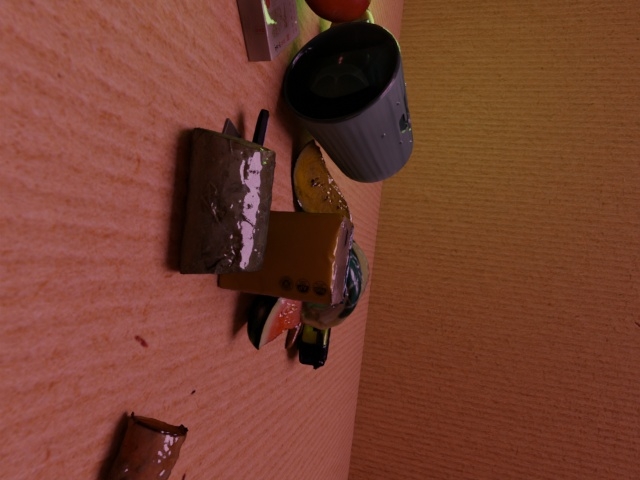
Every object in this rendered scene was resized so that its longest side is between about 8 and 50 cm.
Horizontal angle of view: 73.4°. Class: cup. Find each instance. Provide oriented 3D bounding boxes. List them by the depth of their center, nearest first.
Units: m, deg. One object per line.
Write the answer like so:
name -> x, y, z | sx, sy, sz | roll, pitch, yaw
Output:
cup -> 0.129, -0.406, 1.235 | 0.401, 0.310, 0.392 | -56, 150, -7

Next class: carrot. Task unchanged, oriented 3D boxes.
carrot -> -0.287, 0.405, 0.646 | 0.102, 0.101, 0.263 | 63, 38, -63
carrot -> -0.075, 0.269, 1.425 | 0.047, 0.047, 0.191 | 68, 34, -59

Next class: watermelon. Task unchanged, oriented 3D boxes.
watermelon -> -0.127, 0.173, 1.048 | 0.145, 0.193, 0.137 | -23, 79, -41
watermelon -> -0.001, -0.155, 1.325 | 0.301, 0.129, 0.123 | 60, 39, -21

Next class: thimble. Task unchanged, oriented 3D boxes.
thimble -> 0.004, 0.116, 1.272 | 0.288, 0.254, 0.167 | -61, 171, 26

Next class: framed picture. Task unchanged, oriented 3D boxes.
framed picture -> -0.191, -0.199, 0.898 | 0.066, 0.006, 0.089 | 59, 41, -66

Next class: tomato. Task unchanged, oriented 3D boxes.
tomato -> 0.031, -0.693, 1.090 | 0.259, 0.179, 0.260 | 39, 35, -35

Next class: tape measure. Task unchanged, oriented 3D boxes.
tape measure -> -0.021, 0.331, 1.461 | 0.186, 0.112, 0.199 | -77, 172, -66

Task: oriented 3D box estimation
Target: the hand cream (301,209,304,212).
hand cream -> -0.027, -0.144, 1.433 | 0.095, 0.045, 0.175 | 65, 41, -63

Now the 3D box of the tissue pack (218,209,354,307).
tissue pack -> -0.073, 0.032, 0.933 | 0.134, 0.270, 0.193 | 22, 73, -70

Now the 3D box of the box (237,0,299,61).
box -> -0.111, -0.505, 0.968 | 0.201, 0.058, 0.141 | -68, 158, -45

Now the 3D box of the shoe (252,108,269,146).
shoe -> -0.156, -0.200, 0.937 | 0.071, 0.049, 0.179 | -140, -119, -65

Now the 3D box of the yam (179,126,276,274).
yam -> -0.166, -0.065, 0.779 | 0.161, 0.161, 0.268 | 1, 98, -74

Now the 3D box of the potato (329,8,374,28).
potato -> 0.093, -0.611, 1.430 | 0.140, 0.172, 0.301 | -52, 152, -51
